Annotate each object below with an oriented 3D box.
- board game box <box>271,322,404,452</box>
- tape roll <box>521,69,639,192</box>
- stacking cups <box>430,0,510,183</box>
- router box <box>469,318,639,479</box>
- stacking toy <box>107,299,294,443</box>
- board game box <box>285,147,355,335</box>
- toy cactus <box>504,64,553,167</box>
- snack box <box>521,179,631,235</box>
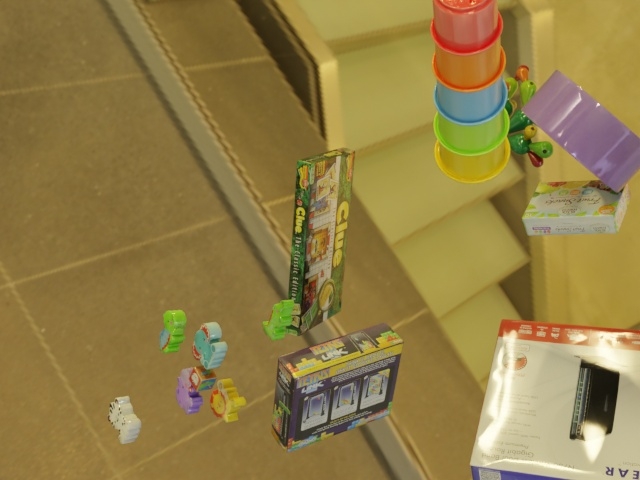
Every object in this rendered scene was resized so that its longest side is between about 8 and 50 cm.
[{"bbox_3d":[0.021,0.196,1.354,0.170,0.141,0.048,-14,39,-28],"label":"board game box"},{"bbox_3d":[0.389,-0.159,1.473,0.189,0.080,0.189,38,14,-11],"label":"tape roll"},{"bbox_3d":[0.166,-0.186,1.126,0.316,0.096,0.096,73,5,-59],"label":"stacking cups"},{"bbox_3d":[0.428,0.272,1.576,0.301,0.336,0.082,-68,154,-42],"label":"router box"},{"bbox_3d":[-0.144,0.149,1.203,0.167,0.221,0.052,-5,46,-39],"label":"stacking toy"},{"bbox_3d":[0.000,0.000,1.491,0.030,0.259,0.136,12,19,24],"label":"board game box"},{"bbox_3d":[0.339,-0.198,1.773,0.112,0.181,0.219,31,31,-47],"label":"toy cactus"},{"bbox_3d":[0.391,-0.051,1.540,0.100,0.141,0.037,-56,133,-43],"label":"snack box"}]
